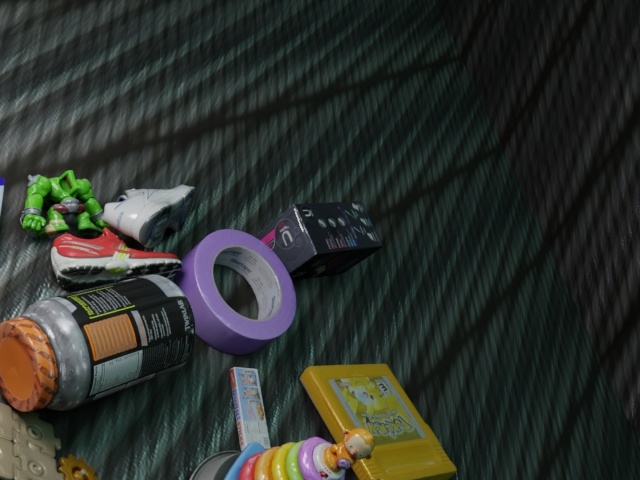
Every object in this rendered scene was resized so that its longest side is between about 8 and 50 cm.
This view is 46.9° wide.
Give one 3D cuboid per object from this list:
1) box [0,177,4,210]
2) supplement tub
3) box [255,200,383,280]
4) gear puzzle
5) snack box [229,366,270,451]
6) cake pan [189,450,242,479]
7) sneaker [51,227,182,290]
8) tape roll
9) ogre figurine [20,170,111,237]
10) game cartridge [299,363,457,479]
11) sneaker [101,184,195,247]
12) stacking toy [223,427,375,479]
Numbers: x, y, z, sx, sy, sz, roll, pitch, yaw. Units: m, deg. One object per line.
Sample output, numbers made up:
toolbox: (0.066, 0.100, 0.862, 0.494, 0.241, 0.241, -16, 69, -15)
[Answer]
box: (-0.649, -0.061, 1.325, 0.126, 0.072, 0.137, 20, 47, -37)
supplement tub: (-0.394, 0.179, 1.301, 0.316, 0.194, 0.193, -13, 70, -51)
box: (0.000, 0.000, 1.886, 0.270, 0.165, 0.143, -6, 66, -49)
gear puzzle: (-0.491, 0.332, 1.169, 0.339, 0.044, 0.175, 38, 10, -37)
snack box: (-0.150, 0.355, 1.559, 0.064, 0.022, 0.178, 13, 52, -39)
cake pan: (-0.124, 0.529, 1.394, 0.293, 0.054, 0.293, 34, 35, -27)
sneaker: (-0.404, 0.028, 1.490, 0.279, 0.107, 0.118, 6, 51, -45)
tape roll: (-0.188, 0.114, 1.659, 0.275, 0.090, 0.274, 28, 43, -30)
ogre figurine: (-0.506, -0.071, 1.467, 0.197, 0.097, 0.118, -7, 77, -37)
game cartridge: (0.135, 0.422, 1.704, 0.285, 0.052, 0.323, 7, 36, -44)
sneaker: (-0.359, -0.076, 1.587, 0.129, 0.111, 0.297, 22, 14, 6)
stacking toy: (-0.016, 0.412, 1.309, 0.175, 0.302, 0.165, 49, 30, -6)
